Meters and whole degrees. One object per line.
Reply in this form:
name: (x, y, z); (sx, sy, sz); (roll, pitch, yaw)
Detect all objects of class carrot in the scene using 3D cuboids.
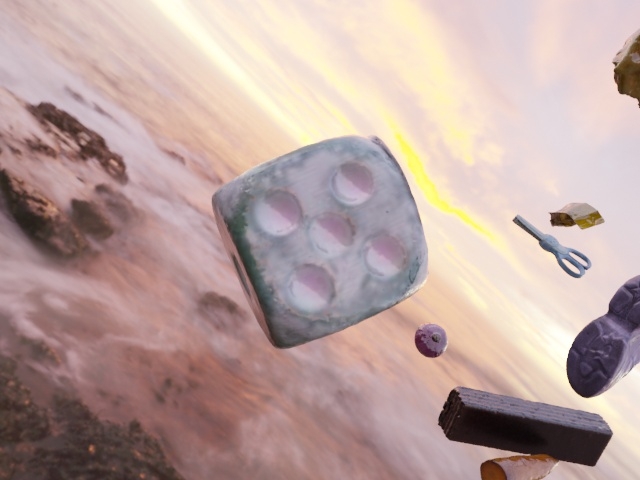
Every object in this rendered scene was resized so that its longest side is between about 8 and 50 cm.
carrot: (0.434, 0.481, 1.279); (0.205, 0.072, 0.072); (0, 29, -29)

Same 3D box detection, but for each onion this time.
onion: (0.351, 0.321, 1.951); (0.115, 0.115, 0.104); (41, -23, -8)

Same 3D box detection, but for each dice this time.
dice: (0.000, 0.000, 1.193); (0.330, 0.348, 0.328); (66, -11, 1)

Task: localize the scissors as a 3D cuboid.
scissors: (0.672, 0.010, 1.777); (0.256, 0.030, 0.125); (42, 42, 19)

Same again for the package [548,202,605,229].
package: (0.614, -0.059, 1.463); (0.131, 0.071, 0.047); (-149, -138, -80)

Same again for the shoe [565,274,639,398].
shoe: (0.545, 0.183, 1.083); (0.137, 0.245, 0.095); (28, 10, -34)

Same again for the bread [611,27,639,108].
bread: (0.786, -0.420, 1.294); (0.196, 0.252, 0.238); (45, 50, 6)

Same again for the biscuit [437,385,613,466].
biscuit: (0.459, 0.419, 1.363); (0.388, 0.107, 0.073); (14, 21, -10)
